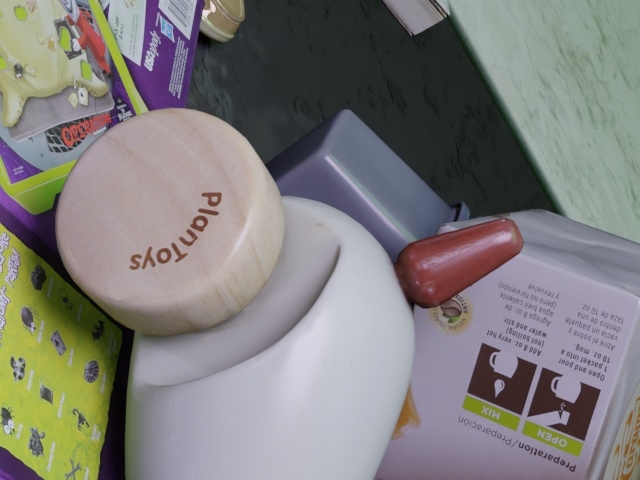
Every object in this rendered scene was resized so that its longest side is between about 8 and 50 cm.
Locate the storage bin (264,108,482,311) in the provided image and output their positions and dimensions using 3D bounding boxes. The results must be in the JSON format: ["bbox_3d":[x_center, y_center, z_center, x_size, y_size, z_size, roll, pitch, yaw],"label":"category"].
[{"bbox_3d":[0.000,0.000,0.770,0.091,0.135,0.098,49,30,-14],"label":"storage bin"}]

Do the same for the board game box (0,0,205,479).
[{"bbox_3d":[-0.141,-0.054,0.631,0.208,0.056,0.347,52,29,-37],"label":"board game box"}]

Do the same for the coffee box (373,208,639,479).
[{"bbox_3d":[0.085,0.118,0.716,0.141,0.098,0.247,-7,115,-64],"label":"coffee box"}]

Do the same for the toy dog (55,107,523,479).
[{"bbox_3d":[0.008,0.109,0.567,0.220,0.161,0.334,12,68,-73],"label":"toy dog"}]

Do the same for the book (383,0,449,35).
[{"bbox_3d":[0.041,-0.234,1.146,0.144,0.035,0.096,43,33,-36],"label":"book"}]

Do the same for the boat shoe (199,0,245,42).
[{"bbox_3d":[-0.066,-0.187,0.876,0.056,0.048,0.153,21,52,-56],"label":"boat shoe"}]
